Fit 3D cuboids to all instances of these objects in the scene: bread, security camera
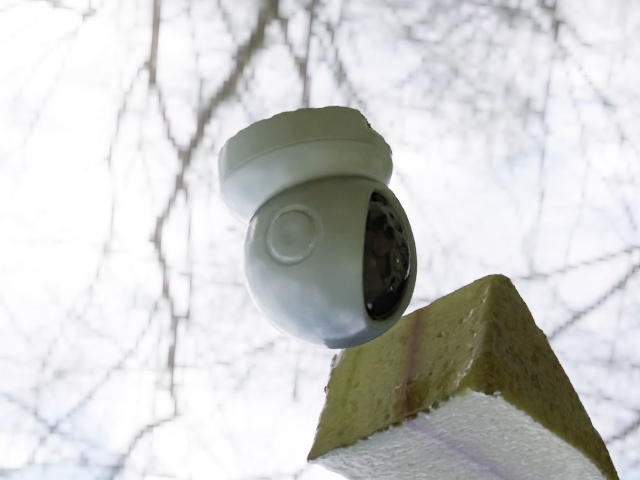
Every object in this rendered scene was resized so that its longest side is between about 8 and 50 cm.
[{"bbox_3d":[0.187,0.253,2.196,0.233,0.361,0.245,-27,-156,22],"label":"bread"},{"bbox_3d":[0.000,0.000,2.055,0.195,0.194,0.236,-3,-117,-19],"label":"security camera"}]
